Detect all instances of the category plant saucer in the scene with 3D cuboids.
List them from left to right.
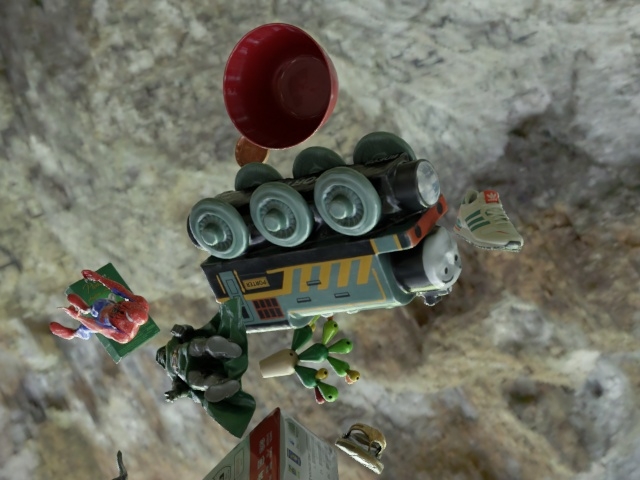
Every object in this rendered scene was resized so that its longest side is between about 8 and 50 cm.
[{"bbox_3d":[-0.132,-0.177,2.049,0.084,0.013,0.083,-6,-101,33],"label":"plant saucer"}]

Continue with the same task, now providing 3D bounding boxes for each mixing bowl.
[{"bbox_3d":[-0.042,-0.226,1.537,0.182,0.098,0.181,5,-80,28],"label":"mixing bowl"}]

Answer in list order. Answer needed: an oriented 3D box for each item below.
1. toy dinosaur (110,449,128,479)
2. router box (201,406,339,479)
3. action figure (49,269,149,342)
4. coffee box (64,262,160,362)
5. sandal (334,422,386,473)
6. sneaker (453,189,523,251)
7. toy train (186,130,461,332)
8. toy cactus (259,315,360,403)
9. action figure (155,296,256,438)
[{"bbox_3d":[-0.286,0.355,1.329,0.268,0.064,0.118,-14,102,-82],"label":"toy dinosaur"},{"bbox_3d":[-0.106,0.350,0.921,0.082,0.335,0.301,40,-76,-16],"label":"router box"},{"bbox_3d":[-0.372,0.103,1.659,0.139,0.091,0.280,40,-25,-31],"label":"action figure"},{"bbox_3d":[-0.429,0.147,2.161,0.184,0.113,0.040,52,-36,2],"label":"coffee box"},{"bbox_3d":[0.063,0.275,1.424,0.072,0.049,0.180,31,-1,8],"label":"sandal"},{"bbox_3d":[0.240,-0.032,1.493,0.161,0.057,0.075,-144,-119,-69],"label":"sneaker"},{"bbox_3d":[0.000,0.000,1.175,0.334,0.142,0.190,-10,-67,35],"label":"toy train"},{"bbox_3d":[-0.024,0.218,1.977,0.112,0.181,0.218,58,17,-60],"label":"toy cactus"},{"bbox_3d":[-0.133,0.130,1.115,0.232,0.064,0.137,170,-75,-67],"label":"action figure"}]
